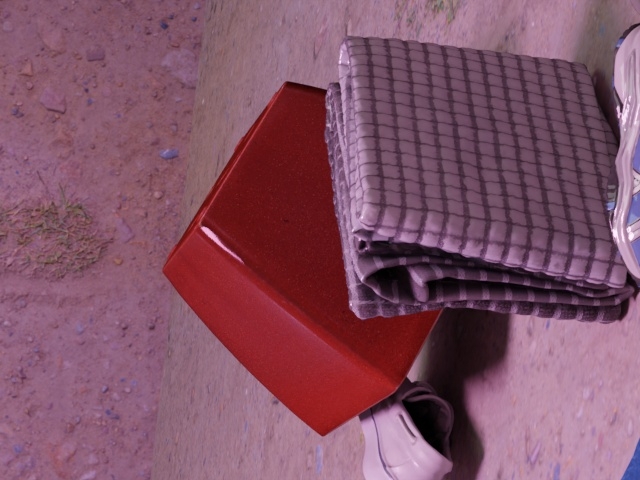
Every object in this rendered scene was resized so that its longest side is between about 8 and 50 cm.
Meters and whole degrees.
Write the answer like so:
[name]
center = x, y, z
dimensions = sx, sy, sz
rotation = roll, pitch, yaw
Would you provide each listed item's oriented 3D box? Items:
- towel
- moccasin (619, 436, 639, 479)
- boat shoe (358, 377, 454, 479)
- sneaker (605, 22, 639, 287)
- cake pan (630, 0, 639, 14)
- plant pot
[towel]
center = 0.126, -0.045, 1.563
dimensions = 0.284, 0.235, 0.121
rotation = -95, 17, -51
[moccasin]
center = 0.246, 0.188, 1.158
dimensions = 0.342, 0.116, 0.138
rotation = -68, 29, 24
[boat shoe]
center = 0.094, 0.185, 1.876
dimensions = 0.084, 0.095, 0.258
rotation = -44, 19, 14
[sneaker]
center = 0.256, -0.055, 1.352
dimensions = 0.081, 0.080, 0.211
rotation = -5, 89, 47
[cake pan]
center = 0.303, -0.297, 1.397
dimensions = 0.293, 0.054, 0.293
rotation = -170, 90, -77
[plant pot]
center = 0.000, 0.000, 1.864
dimensions = 0.267, 0.235, 0.267
rotation = -59, 5, -21
